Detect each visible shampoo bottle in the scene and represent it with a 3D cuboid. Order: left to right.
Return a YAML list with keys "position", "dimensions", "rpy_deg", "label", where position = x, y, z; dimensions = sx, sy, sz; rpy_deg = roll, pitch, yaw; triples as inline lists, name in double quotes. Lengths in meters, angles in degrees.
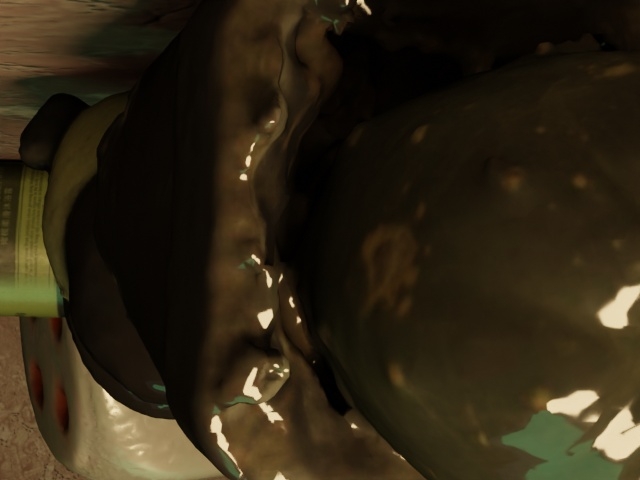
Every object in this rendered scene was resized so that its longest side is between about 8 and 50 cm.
- position: [-0.284, -0.003, 1.046]
  dimensions: [0.284, 0.101, 0.101]
  rpy_deg: [2, 177, -6]
  label: "shampoo bottle"

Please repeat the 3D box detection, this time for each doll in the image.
- position: [-0.001, 0.000, 0.661]
  dimensions: [0.234, 0.135, 0.143]
  rpy_deg: [-3, 172, -13]
  label: "doll"

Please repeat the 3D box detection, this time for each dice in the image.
- position: [-0.114, 0.067, 1.218]
  dimensions: [0.194, 0.191, 0.193]
  rpy_deg: [-6, -170, -25]
  label: "dice"

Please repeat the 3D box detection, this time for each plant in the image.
- position: [0.028, -0.006, 0.457]
  dimensions: [0.164, 0.141, 0.256]
  rpy_deg: [3, -172, -34]
  label: "plant"
